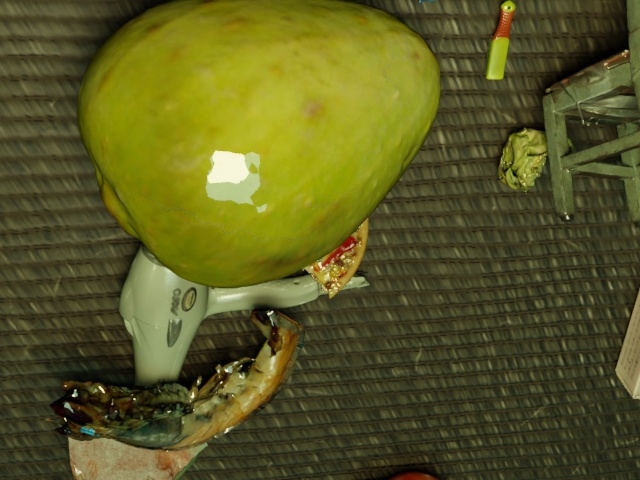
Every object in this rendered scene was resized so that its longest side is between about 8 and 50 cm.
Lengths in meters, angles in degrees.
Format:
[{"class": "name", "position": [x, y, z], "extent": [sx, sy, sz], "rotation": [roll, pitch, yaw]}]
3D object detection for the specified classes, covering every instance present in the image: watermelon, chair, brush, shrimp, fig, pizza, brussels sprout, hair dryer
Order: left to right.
[{"class": "watermelon", "position": [-0.248, 0.280, 1.171], "extent": [0.136, 0.202, 0.207], "rotation": [30, 111, 16]}, {"class": "shrimp", "position": [-0.131, 0.142, 1.083], "extent": [0.290, 0.054, 0.222], "rotation": [9, 132, -50]}, {"class": "hair dryer", "position": [-0.103, 0.102, 1.150], "extent": [0.267, 0.092, 0.229], "rotation": [13, 123, -30]}, {"class": "fig", "position": [-0.042, -0.101, 0.940], "extent": [0.326, 0.258, 0.258], "rotation": [-21, 122, -14]}, {"class": "pizza", "position": [0.012, 0.010, 1.106], "extent": [0.100, 0.029, 0.099], "rotation": [-6, 82, -16]}, {"class": "brush", "position": [0.179, -0.202, 1.061], "extent": [0.018, 0.021, 0.083], "rotation": [-1, 125, -10]}, {"class": "brussels sprout", "position": [0.220, -0.087, 1.119], "extent": [0.085, 0.058, 0.085], "rotation": [-32, 148, -23]}, {"class": "chair", "position": [0.312, -0.159, 1.054], "extent": [0.136, 0.147, 0.270], "rotation": [2, 78, -35]}]

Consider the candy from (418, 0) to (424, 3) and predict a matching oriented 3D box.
[{"class": "candy", "position": [0.159, -0.272, 1.009], "extent": [0.136, 0.038, 0.088], "rotation": [-10, 124, -18]}]

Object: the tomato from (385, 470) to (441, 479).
[{"class": "tomato", "position": [0.094, 0.344, 1.323], "extent": [0.155, 0.069, 0.156], "rotation": [-7, 122, -12]}]

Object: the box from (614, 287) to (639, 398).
[{"class": "box", "position": [0.481, 0.028, 1.233], "extent": [0.200, 0.065, 0.343], "rotation": [0, 119, -13]}]
